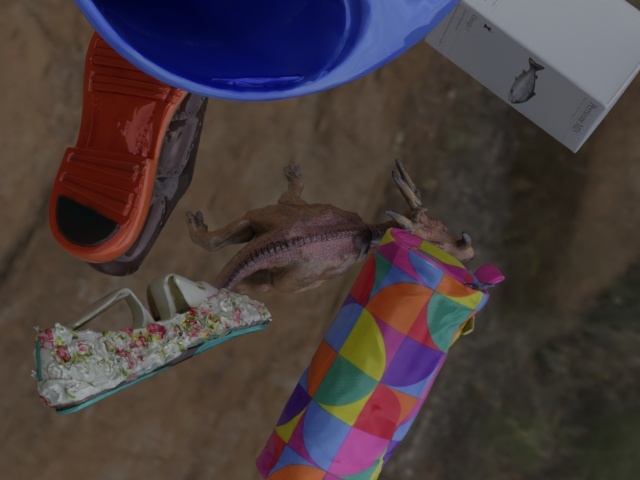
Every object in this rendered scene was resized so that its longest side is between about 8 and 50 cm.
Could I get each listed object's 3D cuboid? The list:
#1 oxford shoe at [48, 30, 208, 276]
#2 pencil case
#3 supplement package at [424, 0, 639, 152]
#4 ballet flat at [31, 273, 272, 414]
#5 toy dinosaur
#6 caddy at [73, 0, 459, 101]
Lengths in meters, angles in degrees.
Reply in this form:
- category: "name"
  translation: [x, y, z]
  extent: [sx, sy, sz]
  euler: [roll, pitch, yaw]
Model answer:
- category: "oxford shoe"
  translation: [-0.135, -0.102, 1.506]
  extent: [0.271, 0.097, 0.098]
  euler: [-68, 159, -13]
- category: "pencil case"
  translation: [0.044, 0.106, 1.486]
  extent: [0.104, 0.104, 0.236]
  euler: [21, 104, -55]
- category: "supplement package"
  translation: [0.202, -0.187, 1.741]
  extent: [0.105, 0.179, 0.105]
  euler: [-50, 173, -23]
- category: "ballet flat"
  translation: [-0.134, 0.069, 1.541]
  extent: [0.241, 0.091, 0.077]
  euler: [-21, 92, -47]
- category: "toy dinosaur"
  translation: [0.000, 0.000, 1.867]
  extent: [0.295, 0.200, 0.127]
  euler: [-22, 106, -45]
- category: "caddy"
  translation: [-0.050, -0.224, 0.889]
  extent: [0.241, 0.179, 0.341]
  euler: [-38, 126, -1]
